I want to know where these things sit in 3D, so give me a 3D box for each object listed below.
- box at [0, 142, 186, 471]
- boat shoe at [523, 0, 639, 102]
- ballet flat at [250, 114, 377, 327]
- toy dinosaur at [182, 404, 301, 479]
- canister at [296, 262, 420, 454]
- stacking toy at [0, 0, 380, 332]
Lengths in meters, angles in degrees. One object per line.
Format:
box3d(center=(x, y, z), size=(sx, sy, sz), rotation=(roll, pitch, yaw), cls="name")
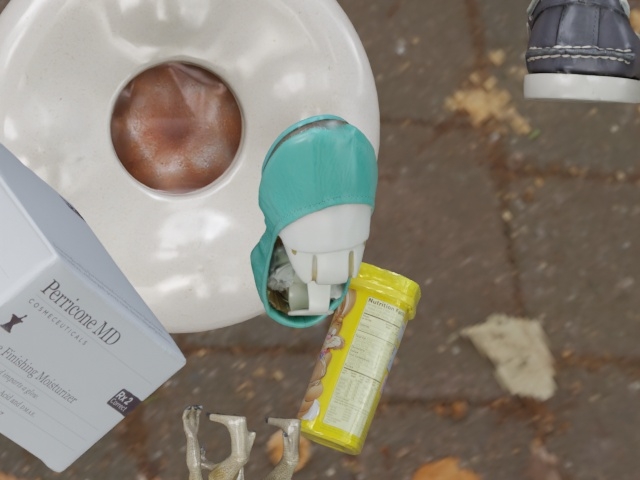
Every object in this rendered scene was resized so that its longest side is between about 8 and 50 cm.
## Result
box3d(center=(-0.211, 0.028, 1.207), size=(0.119, 0.181, 0.182), rotation=(-41, 55, 1), cls="box")
box3d(center=(0.140, -0.104, 0.934), size=(0.075, 0.206, 0.065), rotation=(2, 97, 12), cls="boat shoe")
box3d(center=(0.000, 0.000, 1.263), size=(0.083, 0.247, 0.087), rotation=(-12, 70, -11), cls="ballet flat")
box3d(center=(-0.034, 0.125, 0.840), size=(0.053, 0.183, 0.092), rotation=(7, 88, -27), cls="toy dinosaur")
box3d(center=(0.035, 0.116, 1.788), size=(0.073, 0.126, 0.170), rotation=(19, 81, 7), cls="canister")
box3d(center=(-0.151, -0.111, 1.758), size=(0.351, 0.480, 0.350), rotation=(-1, 95, -9), cls="stacking toy")
